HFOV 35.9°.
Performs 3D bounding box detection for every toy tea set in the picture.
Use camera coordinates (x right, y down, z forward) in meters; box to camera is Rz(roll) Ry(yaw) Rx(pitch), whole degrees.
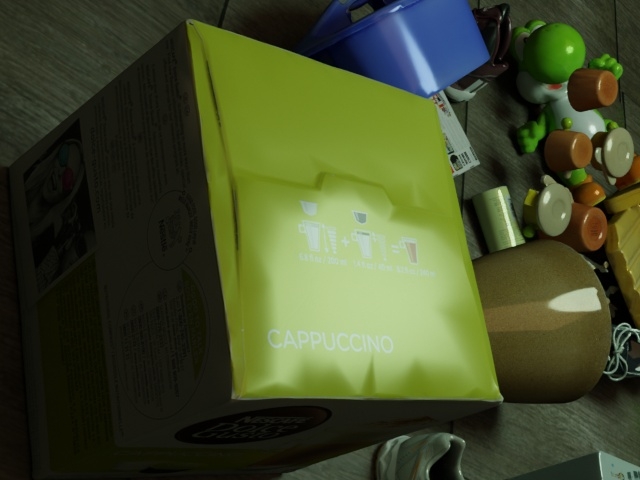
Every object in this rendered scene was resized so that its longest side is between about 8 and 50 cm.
[{"bbox_3d":[0.423,-0.129,1.691,0.200,0.124,0.336,35,72,-36],"label":"toy tea set"}]

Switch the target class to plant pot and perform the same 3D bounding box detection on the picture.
[{"bbox_3d":[0.222,0.124,1.365,0.254,0.237,0.237,-4,72,-30],"label":"plant pot"}]

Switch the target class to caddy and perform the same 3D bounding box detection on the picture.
[{"bbox_3d":[0.079,-0.271,1.386,0.341,0.241,0.179,-36,103,-46],"label":"caddy"}]

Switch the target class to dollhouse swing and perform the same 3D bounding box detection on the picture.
[{"bbox_3d":[0.694,0.048,1.790,0.305,0.315,0.347,-26,95,-77],"label":"dollhouse swing"}]

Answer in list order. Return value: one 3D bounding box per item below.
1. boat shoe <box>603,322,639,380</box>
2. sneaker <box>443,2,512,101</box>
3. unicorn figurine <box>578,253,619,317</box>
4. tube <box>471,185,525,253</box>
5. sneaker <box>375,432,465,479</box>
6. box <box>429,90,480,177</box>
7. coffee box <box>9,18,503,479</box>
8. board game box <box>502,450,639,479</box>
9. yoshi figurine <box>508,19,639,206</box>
[{"bbox_3d":[0.489,0.183,1.617,0.254,0.079,0.095,13,85,-10],"label":"boat shoe"},{"bbox_3d":[0.236,-0.388,1.664,0.106,0.162,0.281,-27,90,-49],"label":"sneaker"},{"bbox_3d":[0.467,0.054,1.735,0.060,0.111,0.162,-9,98,-19],"label":"unicorn figurine"},{"bbox_3d":[0.309,0.033,1.605,0.062,0.070,0.240,55,16,-85],"label":"tube"},{"bbox_3d":[0.135,0.357,1.203,0.099,0.121,0.263,18,58,-38],"label":"sneaker"},{"bbox_3d":[0.173,-0.195,1.595,0.114,0.036,0.207,-26,89,-49],"label":"box"},{"bbox_3d":[-0.074,0.040,0.994,0.337,0.334,0.338,9,63,-42],"label":"coffee box"},{"bbox_3d":[0.382,0.395,1.361,0.303,0.224,0.098,27,50,-35],"label":"board game box"},{"bbox_3d":[0.455,-0.245,1.798,0.203,0.203,0.362,-25,85,-42],"label":"yoshi figurine"}]
